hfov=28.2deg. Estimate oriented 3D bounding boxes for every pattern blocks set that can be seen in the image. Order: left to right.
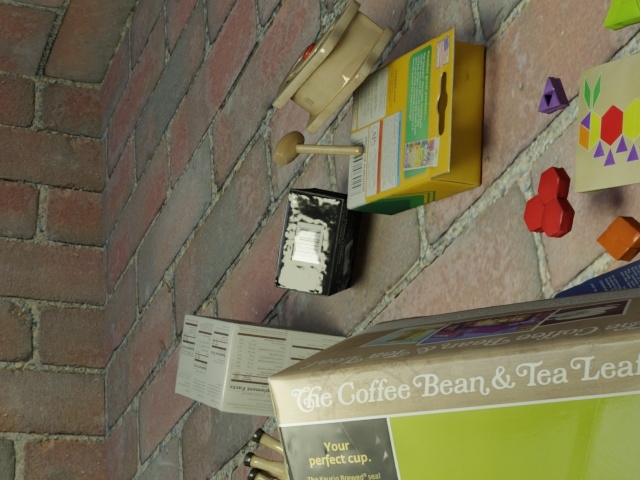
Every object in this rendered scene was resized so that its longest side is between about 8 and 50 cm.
[{"bbox_3d":[0.315,-0.122,1.301,0.325,0.026,0.285,-167,84,-68],"label":"pattern blocks set"}]

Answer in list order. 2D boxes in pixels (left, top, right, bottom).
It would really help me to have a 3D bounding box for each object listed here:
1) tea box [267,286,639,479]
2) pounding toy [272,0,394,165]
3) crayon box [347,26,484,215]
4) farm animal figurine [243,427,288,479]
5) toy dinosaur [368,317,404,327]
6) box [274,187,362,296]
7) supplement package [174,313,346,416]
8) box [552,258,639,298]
[{"bbox_3d":[0.175,0.219,1.016,0.329,0.220,0.323,-9,95,29],"label":"tea box"},{"bbox_3d":[0.030,-0.227,1.924,0.269,0.155,0.154,-44,15,44],"label":"pounding toy"},{"bbox_3d":[0.144,-0.161,1.827,0.323,0.083,0.203,162,113,-66],"label":"crayon box"},{"bbox_3d":[0.015,0.357,1.803,0.330,0.172,0.326,-29,-43,-63],"label":"farm animal figurine"},{"bbox_3d":[0.109,0.153,1.904,0.082,0.047,0.090,-35,84,50],"label":"toy dinosaur"},{"bbox_3d":[0.000,0.000,2.021,0.158,0.093,0.156,-13,-67,-76],"label":"box"},{"bbox_3d":[-0.105,0.213,2.154,0.262,0.204,0.145,-178,97,-67],"label":"supplement package"},{"bbox_3d":[0.337,0.061,1.153,0.136,0.225,0.036,-110,-1,-48],"label":"box"}]
